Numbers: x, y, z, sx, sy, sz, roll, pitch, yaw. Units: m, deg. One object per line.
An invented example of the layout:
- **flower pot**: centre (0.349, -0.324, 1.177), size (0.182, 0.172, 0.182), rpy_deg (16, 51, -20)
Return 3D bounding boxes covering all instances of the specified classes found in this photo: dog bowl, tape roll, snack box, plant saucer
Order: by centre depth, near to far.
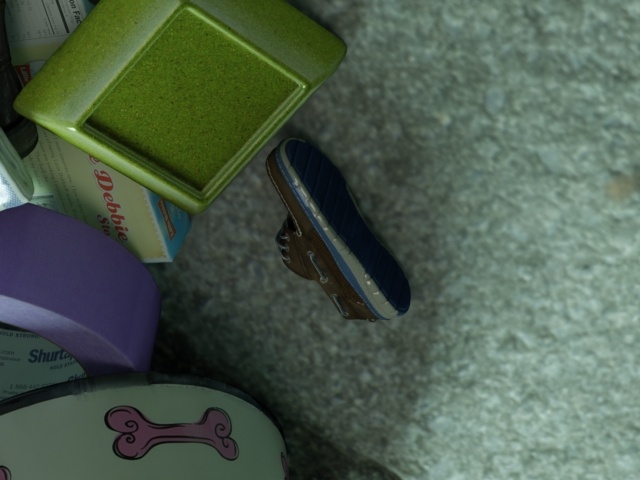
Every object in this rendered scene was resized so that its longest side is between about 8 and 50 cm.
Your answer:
- **plant saucer**: centre (-0.098, -0.111, 1.390), size (0.188, 0.045, 0.188), rpy_deg (31, 112, -35)
- **snack box**: centre (-0.236, -0.121, 1.480), size (0.187, 0.060, 0.322), rpy_deg (-3, 124, 19)
- **tape roll**: centre (-0.273, 0.069, 1.546), size (0.275, 0.090, 0.275), rpy_deg (5, 149, 3)
- **dog bowl**: centre (-0.199, 0.289, 1.578), size (0.408, 0.150, 0.408), rpy_deg (-16, 145, -12)

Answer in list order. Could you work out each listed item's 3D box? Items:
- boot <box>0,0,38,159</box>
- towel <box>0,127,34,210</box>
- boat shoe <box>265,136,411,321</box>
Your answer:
- **boot**: centre (-0.331, -0.167, 1.388), size (0.263, 0.091, 0.229), rpy_deg (-1, 125, 6)
- **towel**: centre (-0.376, -0.070, 1.379), size (0.285, 0.034, 0.209), rpy_deg (-15, 130, 18)
- **boat shoe**: centre (0.000, 0.000, 1.499), size (0.066, 0.066, 0.183), rpy_deg (-20, 118, 28)
